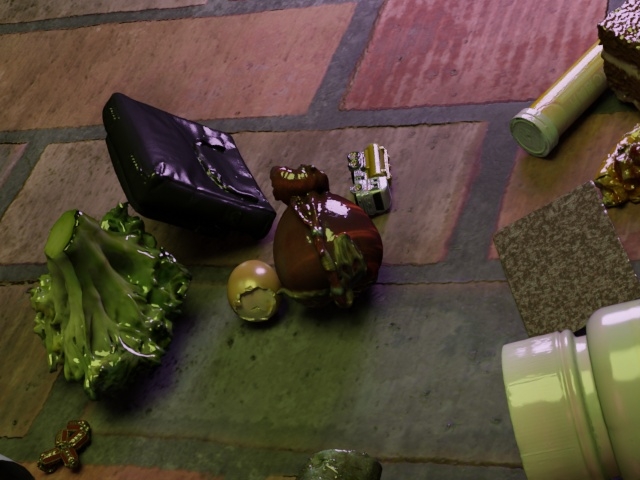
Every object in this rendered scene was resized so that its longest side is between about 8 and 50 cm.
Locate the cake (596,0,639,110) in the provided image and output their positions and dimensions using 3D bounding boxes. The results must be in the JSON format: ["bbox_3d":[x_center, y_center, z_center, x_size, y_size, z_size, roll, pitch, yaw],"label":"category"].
[{"bbox_3d":[0.483,-0.261,1.980,0.134,0.147,0.135,-36,42,-10],"label":"cake"}]

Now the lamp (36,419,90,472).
[{"bbox_3d":[-0.345,0.279,1.917,0.063,0.031,0.083,-3,42,22],"label":"lamp"}]

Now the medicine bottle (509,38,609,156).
[{"bbox_3d":[0.370,-0.216,2.050,0.074,0.074,0.218,24,59,42],"label":"medicine bottle"}]

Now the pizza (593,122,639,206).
[{"bbox_3d":[0.465,-0.098,1.873,0.154,0.069,0.194,-43,39,-21],"label":"pizza"}]

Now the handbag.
[{"bbox_3d":[-0.205,-0.107,2.128,0.088,0.244,0.275,-61,34,20],"label":"handbag"}]

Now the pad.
[{"bbox_3d":[0.320,0.029,1.839,0.158,0.003,0.235,-30,39,14],"label":"pad"}]

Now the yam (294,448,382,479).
[{"bbox_3d":[0.002,0.326,1.639,0.107,0.107,0.183,2,45,28],"label":"yam"}]

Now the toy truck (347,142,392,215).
[{"bbox_3d":[0.076,-0.092,2.079,0.063,0.052,0.123,-12,40,6],"label":"toy truck"}]

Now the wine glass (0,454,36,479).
[{"bbox_3d":[-0.514,0.365,1.761,0.323,0.238,0.238,-10,42,33],"label":"wine glass"}]

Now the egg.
[{"bbox_3d":[-0.092,0.069,1.974,0.080,0.080,0.096,-19,25,7],"label":"egg"}]

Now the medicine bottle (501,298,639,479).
[{"bbox_3d":[0.403,0.158,1.525,0.379,0.213,0.213,-14,42,13],"label":"medicine bottle"}]

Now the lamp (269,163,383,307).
[{"bbox_3d":[0.012,0.001,1.943,0.151,0.215,0.223,-2,67,5],"label":"lamp"}]

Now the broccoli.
[{"bbox_3d":[-0.321,0.067,1.964,0.248,0.245,0.288,-43,37,-7],"label":"broccoli"}]
